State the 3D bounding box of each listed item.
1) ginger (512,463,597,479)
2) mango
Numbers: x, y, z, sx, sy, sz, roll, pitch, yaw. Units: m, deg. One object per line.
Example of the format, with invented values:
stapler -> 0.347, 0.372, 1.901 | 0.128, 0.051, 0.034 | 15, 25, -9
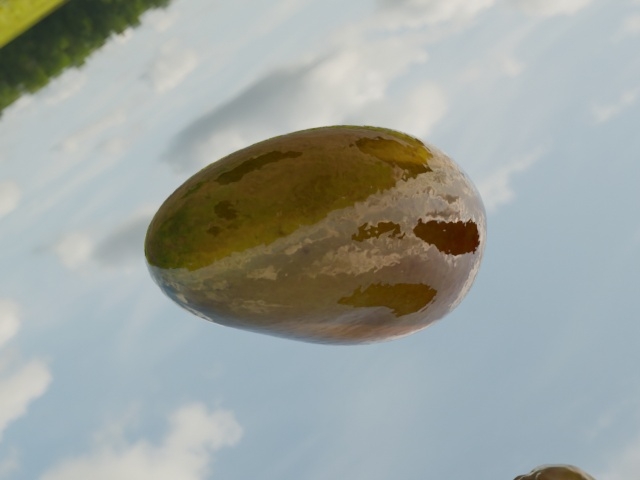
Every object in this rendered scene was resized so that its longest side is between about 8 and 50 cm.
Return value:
ginger -> 0.190, 0.276, 0.833 | 0.165, 0.321, 0.172 | 12, -114, 42
mango -> 0.005, -0.003, 0.739 | 0.151, 0.120, 0.221 | -34, 154, 33
